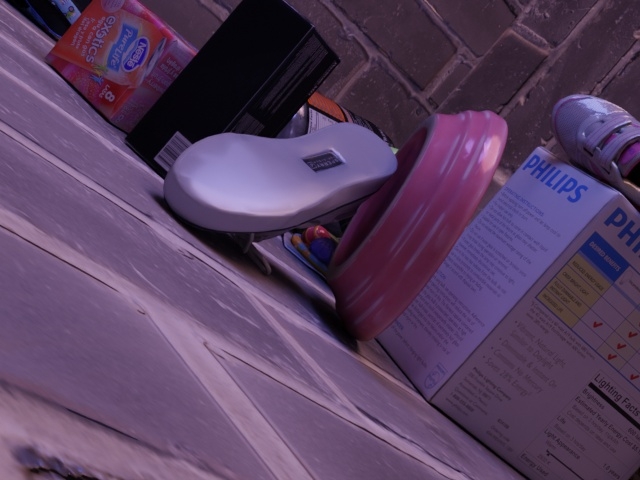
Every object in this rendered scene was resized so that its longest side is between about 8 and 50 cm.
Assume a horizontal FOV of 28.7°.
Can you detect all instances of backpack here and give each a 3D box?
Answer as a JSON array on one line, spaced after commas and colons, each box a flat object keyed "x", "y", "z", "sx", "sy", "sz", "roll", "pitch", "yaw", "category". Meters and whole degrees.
[{"x": -0.419, "y": -0.413, "z": 2.001, "sx": 0.117, "sy": 0.158, "sz": 0.173, "roll": 14, "pitch": -35, "yaw": 57, "category": "backpack"}]

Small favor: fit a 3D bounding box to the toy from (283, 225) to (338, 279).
[{"x": 0.004, "y": 0.014, "z": 2.028, "sx": 0.137, "sy": 0.056, "sz": 0.237, "roll": 40, "pitch": 4, "yaw": -9, "category": "toy"}]

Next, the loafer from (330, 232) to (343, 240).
[{"x": 0.035, "y": -0.019, "z": 2.526, "sx": 0.080, "sy": 0.078, "sz": 0.220, "roll": 44, "pitch": 5, "yaw": 38, "category": "loafer"}]

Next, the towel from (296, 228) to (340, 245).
[{"x": 0.000, "y": 0.000, "z": 2.323, "sx": 0.325, "sy": 0.038, "sz": 0.248, "roll": 38, "pitch": 4, "yaw": -25, "category": "towel"}]

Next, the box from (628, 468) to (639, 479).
[{"x": 0.505, "y": 0.334, "z": 1.814, "sx": 0.079, "sy": 0.257, "sz": 0.322, "roll": 25, "pitch": 7, "yaw": -8, "category": "box"}]

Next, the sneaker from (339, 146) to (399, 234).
[{"x": 0.134, "y": 0.060, "z": 2.010, "sx": 0.483, "sy": 0.185, "sz": 0.202, "roll": 54, "pitch": 24, "yaw": -46, "category": "sneaker"}]

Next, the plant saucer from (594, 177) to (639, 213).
[{"x": 0.491, "y": -0.008, "z": 1.758, "sx": 0.258, "sy": 0.048, "sz": 0.259, "roll": 42, "pitch": 2, "yaw": 26, "category": "plant saucer"}]

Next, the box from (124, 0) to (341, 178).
[{"x": -0.107, "y": -0.182, "z": 1.604, "sx": 0.103, "sy": 0.261, "sz": 0.184, "roll": 42, "pitch": 3, "yaw": 14, "category": "box"}]

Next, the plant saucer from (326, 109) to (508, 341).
[{"x": 0.107, "y": -0.033, "z": 1.567, "sx": 0.084, "sy": 0.332, "sz": 0.332, "roll": 32, "pitch": 5, "yaw": -6, "category": "plant saucer"}]

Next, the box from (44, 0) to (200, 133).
[{"x": -0.219, "y": -0.214, "z": 1.742, "sx": 0.154, "sy": 0.142, "sz": 0.300, "roll": 43, "pitch": 4, "yaw": 24, "category": "box"}]

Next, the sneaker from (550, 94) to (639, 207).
[{"x": 0.399, "y": -0.114, "z": 1.617, "sx": 0.252, "sy": 0.103, "sz": 0.111, "roll": 41, "pitch": 2, "yaw": 26, "category": "sneaker"}]

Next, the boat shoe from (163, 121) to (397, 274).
[{"x": -0.065, "y": -0.043, "z": 1.480, "sx": 0.136, "sy": 0.156, "sz": 0.367, "roll": 47, "pitch": 34, "yaw": 17, "category": "boat shoe"}]

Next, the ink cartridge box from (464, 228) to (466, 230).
[{"x": 0.204, "y": 0.050, "z": 2.291, "sx": 0.211, "sy": 0.121, "sz": 0.289, "roll": 49, "pitch": -17, "yaw": 60, "category": "ink cartridge box"}]

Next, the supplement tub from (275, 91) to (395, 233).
[{"x": -0.044, "y": -0.149, "z": 2.066, "sx": 0.338, "sy": 0.207, "sz": 0.207, "roll": 23, "pitch": 16, "yaw": -45, "category": "supplement tub"}]

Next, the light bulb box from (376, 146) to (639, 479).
[{"x": 0.339, "y": 0.131, "z": 1.741, "sx": 0.358, "sy": 0.361, "sz": 0.225, "roll": 40, "pitch": 4, "yaw": -28, "category": "light bulb box"}]
